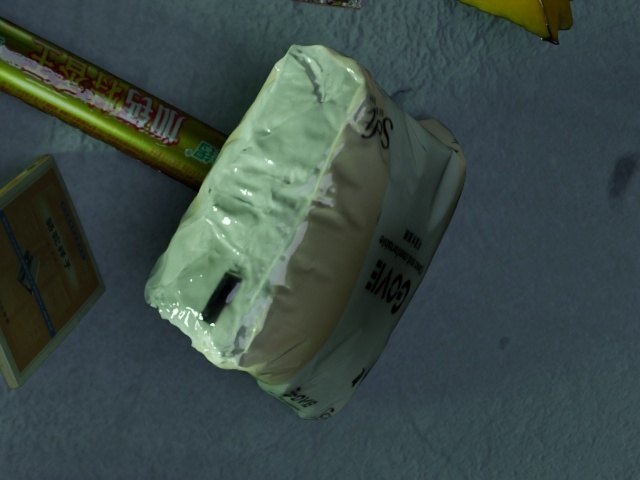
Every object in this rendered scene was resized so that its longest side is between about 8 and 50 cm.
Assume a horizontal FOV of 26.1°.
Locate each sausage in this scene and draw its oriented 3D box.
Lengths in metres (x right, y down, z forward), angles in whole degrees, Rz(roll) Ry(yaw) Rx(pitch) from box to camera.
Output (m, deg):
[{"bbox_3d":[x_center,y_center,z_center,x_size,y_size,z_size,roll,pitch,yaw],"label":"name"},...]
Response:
[{"bbox_3d":[-0.252,-0.156,1.472,0.371,0.082,0.082,27,90,-23],"label":"sausage"}]

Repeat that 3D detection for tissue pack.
[{"bbox_3d":[0.000,0.000,1.514,0.390,0.195,0.375,-64,151,-2],"label":"tissue pack"}]

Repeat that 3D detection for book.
[{"bbox_3d":[-0.296,0.026,1.416,0.018,0.242,0.170,-13,109,17],"label":"book"}]

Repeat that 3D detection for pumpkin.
[{"bbox_3d":[0.206,-0.354,1.618,0.130,0.149,0.254,-45,120,-53],"label":"pumpkin"}]

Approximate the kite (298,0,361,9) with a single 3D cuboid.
[{"bbox_3d":[-0.025,-0.356,1.559,0.198,0.006,0.244,-46,113,-7],"label":"kite"}]
